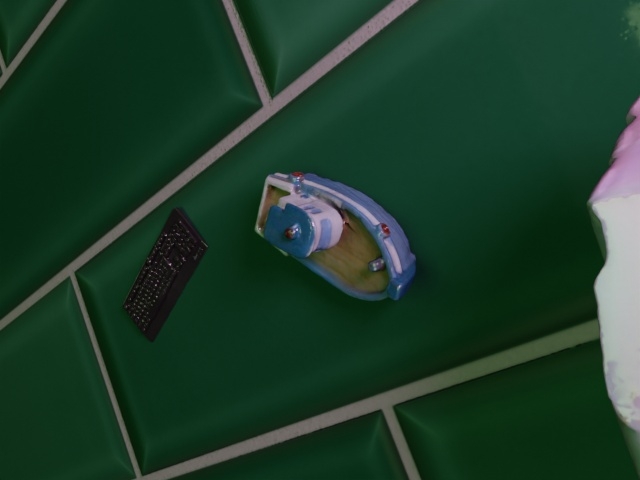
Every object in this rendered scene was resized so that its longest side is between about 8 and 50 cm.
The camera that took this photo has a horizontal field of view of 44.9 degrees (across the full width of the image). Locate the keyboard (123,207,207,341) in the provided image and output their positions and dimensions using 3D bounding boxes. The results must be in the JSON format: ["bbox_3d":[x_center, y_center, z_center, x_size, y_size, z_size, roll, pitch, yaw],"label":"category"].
[{"bbox_3d":[-0.208,0.049,1.008,0.074,0.015,0.196,52,128,22],"label":"keyboard"}]

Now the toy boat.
[{"bbox_3d":[0.000,0.000,0.753,0.215,0.102,0.088,31,120,34],"label":"toy boat"}]

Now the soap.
[{"bbox_3d":[0.260,0.082,0.469,0.109,0.193,0.324,-4,122,39],"label":"soap"}]
